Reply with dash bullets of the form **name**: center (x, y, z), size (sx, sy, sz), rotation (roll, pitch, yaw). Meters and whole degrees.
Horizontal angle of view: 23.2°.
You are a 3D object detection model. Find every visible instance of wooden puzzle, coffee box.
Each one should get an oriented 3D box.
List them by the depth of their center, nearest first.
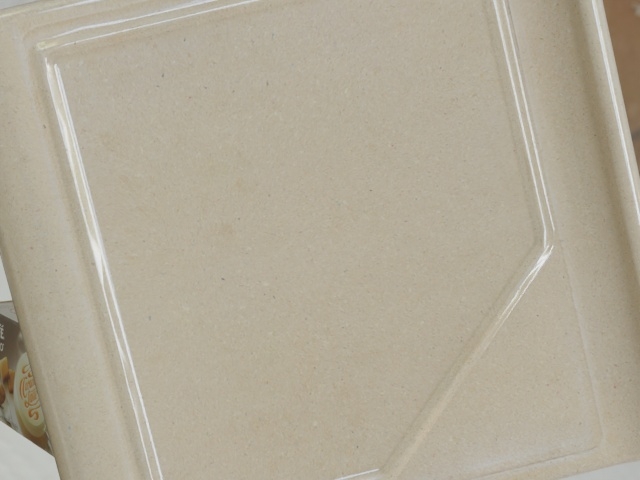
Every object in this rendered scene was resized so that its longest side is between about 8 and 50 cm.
- **wooden puzzle**: center (0.000, 0.000, 0.590), size (0.238, 0.044, 0.221), rotation (-13, 97, 3)
- **coffee box**: center (-0.318, 0.158, 1.858), size (0.098, 0.141, 0.246), rotation (-4, -169, -32)
